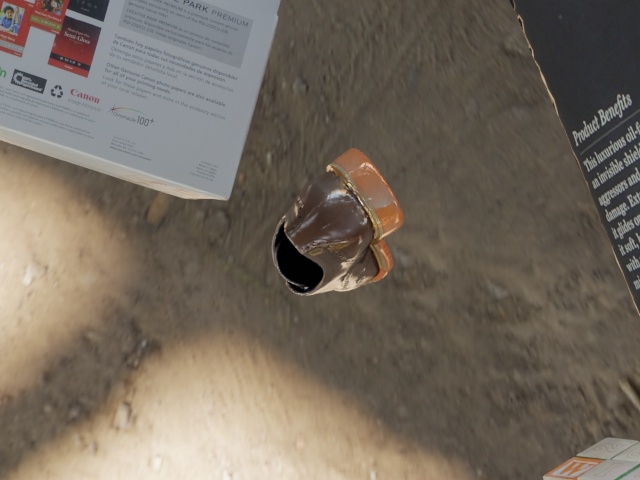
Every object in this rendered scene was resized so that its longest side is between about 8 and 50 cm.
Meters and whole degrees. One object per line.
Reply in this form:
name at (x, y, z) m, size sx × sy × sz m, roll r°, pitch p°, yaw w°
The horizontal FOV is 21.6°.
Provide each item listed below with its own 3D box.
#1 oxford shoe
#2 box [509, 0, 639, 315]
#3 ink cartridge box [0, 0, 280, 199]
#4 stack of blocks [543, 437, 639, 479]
oxford shoe at (0.000, 0.000, 1.895) m, size 0.133 × 0.363 × 0.130 m, roll -35°, pitch 78°, yaw -10°
box at (0.270, -0.099, 0.762) m, size 0.296 × 0.183 × 0.294 m, roll -18°, pitch 82°, yaw -18°
ink cartridge box at (-0.215, -0.212, 1.723) m, size 0.309 × 0.130 × 0.272 m, roll 18°, pitch 84°, yaw -23°
stack of blocks at (0.338, 0.270, 1.411) m, size 0.087 × 0.297 × 0.171 m, roll -24°, pitch 103°, yaw -33°
